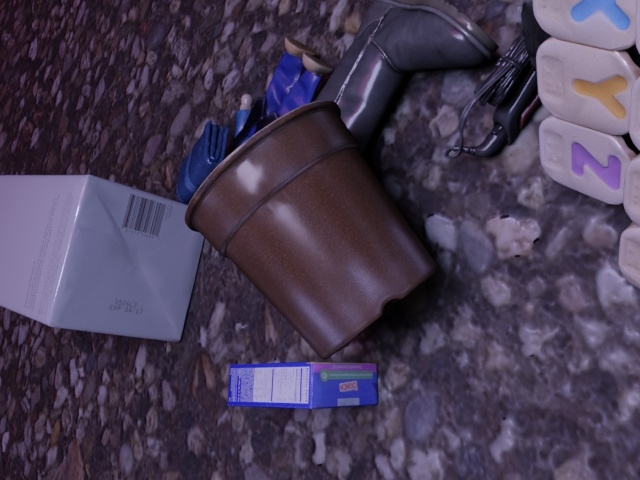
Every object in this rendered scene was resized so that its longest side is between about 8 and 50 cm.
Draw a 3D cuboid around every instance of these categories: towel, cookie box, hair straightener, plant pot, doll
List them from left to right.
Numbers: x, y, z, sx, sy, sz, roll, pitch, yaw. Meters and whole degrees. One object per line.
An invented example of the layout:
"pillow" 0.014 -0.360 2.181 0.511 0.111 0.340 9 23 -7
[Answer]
"towel" -0.154 -0.096 0.783 0.119 0.029 0.067 -35 44 51
"doll" -0.062 -0.139 0.725 0.129 0.046 0.189 50 118 34
"cookie box" -0.016 0.132 0.566 0.107 0.091 0.040 -11 73 40
"plant pot" 0.000 0.000 0.526 0.167 0.167 0.165 -42 81 26
"hair straightener" 0.167 -0.159 0.486 0.230 0.089 0.047 -52 45 20

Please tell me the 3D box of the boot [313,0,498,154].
"boot" 0.051 -0.130 0.597 0.209 0.076 0.190 -55 34 8

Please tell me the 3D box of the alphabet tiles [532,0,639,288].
"alphabet tiles" 0.217 -0.048 0.298 0.021 0.284 0.278 -37 44 -18

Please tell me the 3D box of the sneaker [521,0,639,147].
"sneaker" 0.313 -0.116 0.311 0.410 0.158 0.182 34 87 39

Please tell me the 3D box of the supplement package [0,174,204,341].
"supplement package" -0.319 0.017 0.827 0.292 0.177 0.176 5 81 43
